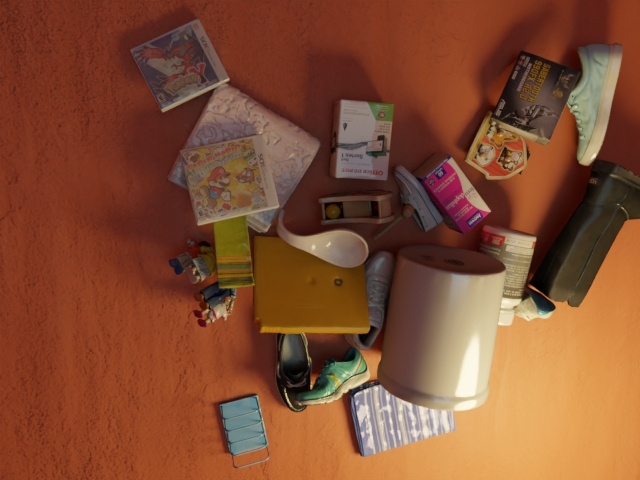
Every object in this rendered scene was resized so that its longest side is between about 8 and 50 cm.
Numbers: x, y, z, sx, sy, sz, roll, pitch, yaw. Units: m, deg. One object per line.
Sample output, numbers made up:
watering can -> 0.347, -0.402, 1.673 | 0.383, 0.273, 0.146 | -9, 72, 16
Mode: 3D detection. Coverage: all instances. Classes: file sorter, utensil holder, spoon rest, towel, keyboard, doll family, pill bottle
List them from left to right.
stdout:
doll family -> -0.287, 0.108, 1.704 | 0.163, 0.118, 0.263 | -37, 111, -47
towel -> -0.238, 0.010, 1.664 | 0.102, 0.021, 0.237 | -3, 82, -30
towel -> -0.212, -0.226, 1.711 | 0.332, 0.053, 0.317 | 29, 93, -16
file sorter -> -0.223, 0.567, 1.822 | 0.118, 0.104, 0.170 | -13, 102, -10
spoon rest -> 0.000, 0.000, 1.712 | 0.276, 0.084, 0.137 | 20, 133, 8
towel -> 0.265, 0.545, 1.957 | 0.336, 0.040, 0.243 | -13, 103, -10
utensil holder -> 0.347, 0.234, 1.752 | 0.327, 0.327, 0.385 | 4, 104, -13
pill bottle -> 0.546, 0.105, 1.874 | 0.161, 0.161, 0.283 | 9, 98, -13
keyboard -> 0.552, -0.264, 1.883 | 0.180, 0.023, 0.108 | 28, 87, -14

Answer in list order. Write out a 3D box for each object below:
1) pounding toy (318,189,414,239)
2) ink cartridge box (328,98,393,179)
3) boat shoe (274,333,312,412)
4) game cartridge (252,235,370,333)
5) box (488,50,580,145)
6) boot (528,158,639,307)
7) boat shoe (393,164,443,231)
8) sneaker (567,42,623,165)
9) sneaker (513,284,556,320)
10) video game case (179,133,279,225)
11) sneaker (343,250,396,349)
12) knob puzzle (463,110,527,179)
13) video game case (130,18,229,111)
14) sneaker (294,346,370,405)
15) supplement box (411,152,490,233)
pounding toy -> 0.134, -0.061, 1.737 | 0.269, 0.154, 0.155 | -5, 101, 6
ink cartridge box -> 0.114, -0.283, 1.748 | 0.160, 0.092, 0.219 | 1, 99, -12
boat shoe -> -0.082, 0.382, 1.825 | 0.114, 0.091, 0.303 | -13, 102, -10
game cartridge -> -0.030, 0.124, 1.735 | 0.323, 0.053, 0.285 | 2, 62, -10
box -> 0.624, -0.417, 1.798 | 0.183, 0.056, 0.231 | 25, 85, 12
boot -> 0.902, 0.014, 1.941 | 0.367, 0.146, 0.445 | 20, 97, -21
boat shoe -> 0.277, -0.118, 1.817 | 0.076, 0.083, 0.226 | -41, 106, -3
sneaker -> 0.804, -0.416, 1.875 | 0.150, 0.135, 0.366 | 11, 105, 17
sneaker -> 0.649, 0.206, 1.880 | 0.087, 0.229, 0.092 | 29, 100, 2
video game case -> -0.243, -0.164, 1.648 | 0.227, 0.026, 0.206 | -13, 88, -9
sneaker -> 0.166, 0.184, 1.813 | 0.114, 0.152, 0.305 | 16, 95, -13
knob puzzle -> 0.550, -0.271, 1.854 | 0.213, 0.030, 0.213 | -1, 94, -15
video game case -> -0.372, -0.465, 1.627 | 0.201, 0.023, 0.183 | -27, 90, -6
sneaker -> 0.026, 0.408, 1.825 | 0.275, 0.107, 0.110 | -23, 97, -38
supplement box -> 0.383, -0.140, 1.822 | 0.111, 0.114, 0.220 | -42, 107, -3
